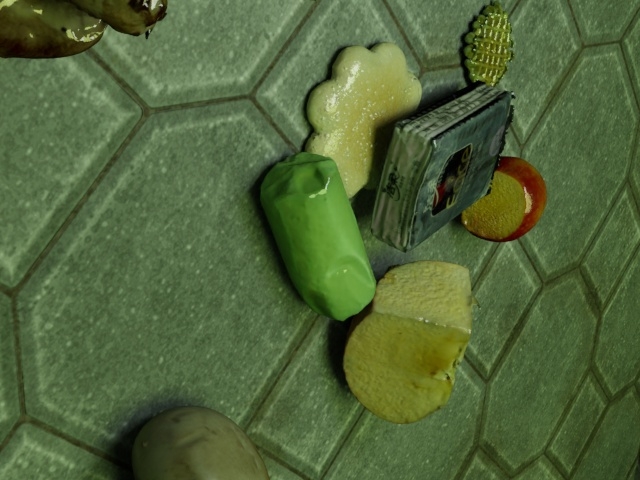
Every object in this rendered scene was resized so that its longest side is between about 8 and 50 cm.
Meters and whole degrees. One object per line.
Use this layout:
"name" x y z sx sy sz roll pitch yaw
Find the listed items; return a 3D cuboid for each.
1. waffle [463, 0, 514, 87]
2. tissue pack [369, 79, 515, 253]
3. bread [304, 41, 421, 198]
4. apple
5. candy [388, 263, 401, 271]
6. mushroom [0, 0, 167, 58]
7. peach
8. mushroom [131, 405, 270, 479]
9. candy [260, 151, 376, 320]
"waffle" 0.365 -0.412 1.847 0.169 0.036 0.183 -52 140 -22
"tissue pack" 0.246 -0.155 1.716 0.361 0.122 0.259 -32 140 -49
"bread" 0.088 -0.224 1.608 0.316 0.054 0.316 -26 128 -39
"apple" 0.197 0.218 1.791 0.314 0.252 0.309 -22 144 -34
"candy" 0.176 0.092 1.876 0.035 0.035 0.123 -27 144 1
"mushroom" -0.304 -0.351 1.003 0.267 0.254 0.267 21 64 -52
"peach" 0.409 -0.090 1.935 0.192 0.190 0.190 -41 134 -23
"mushroom" -0.234 0.441 1.438 0.290 0.292 0.292 -35 140 10
"candy" 0.000 0.000 1.550 0.142 0.132 0.343 -59 143 -35
